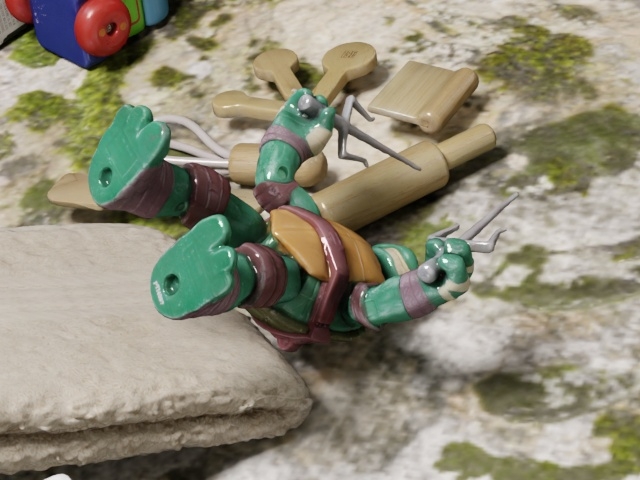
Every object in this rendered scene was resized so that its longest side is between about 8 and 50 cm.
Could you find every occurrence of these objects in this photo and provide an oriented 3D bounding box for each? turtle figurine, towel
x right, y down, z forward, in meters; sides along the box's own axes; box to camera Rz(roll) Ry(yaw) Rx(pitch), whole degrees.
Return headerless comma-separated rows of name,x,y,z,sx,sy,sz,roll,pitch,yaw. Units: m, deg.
turtle figurine,0.000,0.000,0.956,0.234,0.118,0.175,7,22,-48
towel,-0.162,0.053,0.943,0.282,0.049,0.187,-2,29,-32

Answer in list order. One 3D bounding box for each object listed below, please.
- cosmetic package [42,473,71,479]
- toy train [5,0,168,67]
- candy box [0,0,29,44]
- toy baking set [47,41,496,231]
cosmetic package,-0.140,0.231,0.606,0.224,0.224,0.138,-21,37,-15
toy train,-0.145,-0.255,1.272,0.143,0.248,0.105,-30,39,-32
candy box,-0.250,-0.219,1.397,0.159,0.071,0.233,18,43,35
toy baking set,-0.025,-0.051,1.145,0.256,0.030,0.197,-29,36,-25
